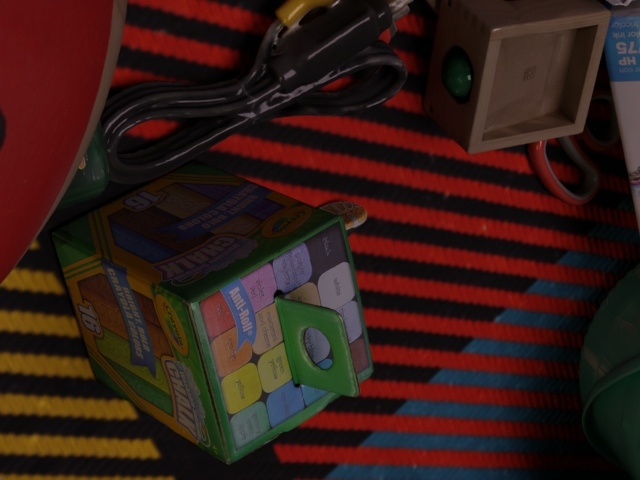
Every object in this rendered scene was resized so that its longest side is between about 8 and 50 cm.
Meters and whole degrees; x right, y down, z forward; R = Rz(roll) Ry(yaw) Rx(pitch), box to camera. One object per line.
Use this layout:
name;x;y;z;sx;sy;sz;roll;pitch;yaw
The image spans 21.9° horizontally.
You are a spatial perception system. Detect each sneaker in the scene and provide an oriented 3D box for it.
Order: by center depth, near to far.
sneaker;0.000;0.000;1.267;0.083;0.032;0.037;-28;136;-24

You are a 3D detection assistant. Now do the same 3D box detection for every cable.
cable;-0.043;-0.118;1.187;0.287;0.072;0.139;-31;141;-14

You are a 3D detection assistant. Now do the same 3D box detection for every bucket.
bucket;0.375;0.139;1.479;0.281;0.183;0.281;-7;114;-15

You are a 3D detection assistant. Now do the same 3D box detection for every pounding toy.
pounding toy;0.132;-0.152;1.280;0.141;0.100;0.130;-12;129;-26

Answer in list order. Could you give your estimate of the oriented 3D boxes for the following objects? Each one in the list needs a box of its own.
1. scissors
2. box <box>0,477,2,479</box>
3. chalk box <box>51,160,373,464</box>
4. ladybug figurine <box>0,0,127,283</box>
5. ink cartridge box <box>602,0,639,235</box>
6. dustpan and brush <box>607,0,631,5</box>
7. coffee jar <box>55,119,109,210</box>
scissors;0.173;-0.140;1.364;0.109;0.021;0.297;-54;133;-9
box;-0.296;0.242;1.036;0.232;0.127;0.148;-35;125;-26
chalk box;-0.058;0.050;1.108;0.132;0.213;0.132;-29;122;-29
ladybug figurine;-0.265;-0.079;0.827;0.305;0.162;0.449;24;112;-16
ink cartridge box;0.364;-0.120;1.371;0.198;0.197;0.270;-60;141;-49
dustpan and brush;0.250;-0.269;1.316;0.211;0.147;0.060;-26;150;-44
coffee jar;-0.227;-0.043;1.023;0.184;0.079;0.096;-26;120;-31
